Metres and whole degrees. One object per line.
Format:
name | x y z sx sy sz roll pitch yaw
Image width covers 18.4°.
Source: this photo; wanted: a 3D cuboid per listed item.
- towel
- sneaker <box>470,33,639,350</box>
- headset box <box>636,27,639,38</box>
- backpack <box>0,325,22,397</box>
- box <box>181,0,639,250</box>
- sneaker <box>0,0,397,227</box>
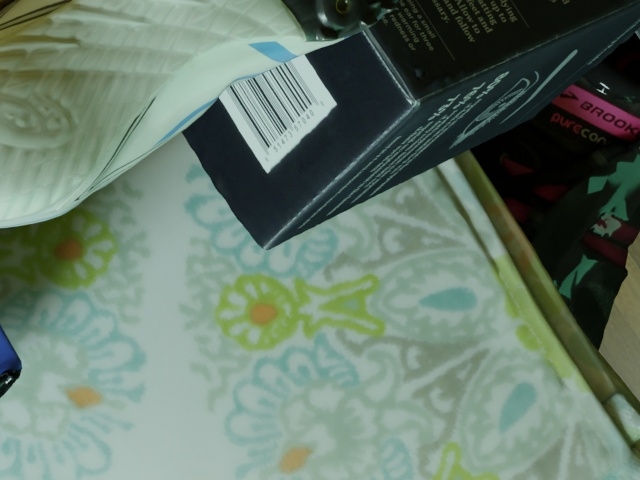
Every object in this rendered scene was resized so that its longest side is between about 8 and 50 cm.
towel | -0.033 0.094 1.071 0.374 0.320 0.090 -31 174 -14
sneaker | 0.133 -0.033 1.243 0.483 0.185 0.202 -60 160 -21
headset box | 0.279 -0.228 0.993 0.246 0.131 0.283 -26 170 -40
backpack | -0.217 0.060 0.935 0.120 0.101 0.098 -31 173 -18
box | 0.050 -0.104 0.946 0.207 0.108 0.153 -27 170 -39
sneaker | -0.059 -0.086 0.774 0.237 0.085 0.086 -32 -163 -14
